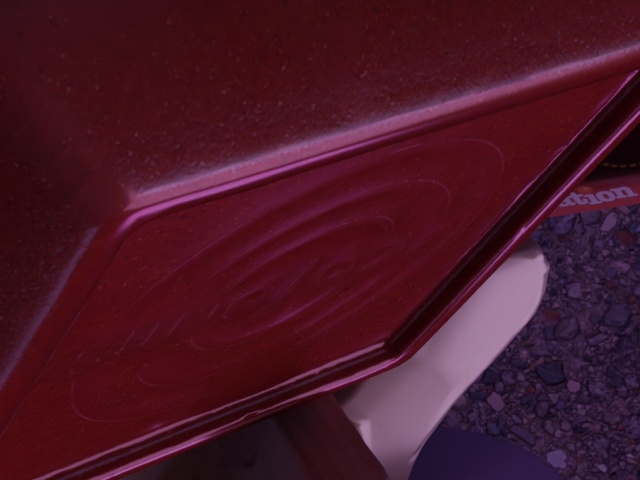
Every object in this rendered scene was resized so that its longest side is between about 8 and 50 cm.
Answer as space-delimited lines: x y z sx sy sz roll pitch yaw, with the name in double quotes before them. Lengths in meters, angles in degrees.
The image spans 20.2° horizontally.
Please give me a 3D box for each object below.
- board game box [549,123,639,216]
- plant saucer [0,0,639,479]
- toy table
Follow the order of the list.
"board game box" 0.165 -0.087 0.729 0.281 0.027 0.145 -9 -122 30
"plant saucer" -0.017 0.001 0.510 0.258 0.048 0.259 -19 160 -36
"toy table" -0.025 0.090 0.728 0.274 0.252 0.161 -21 126 -26
